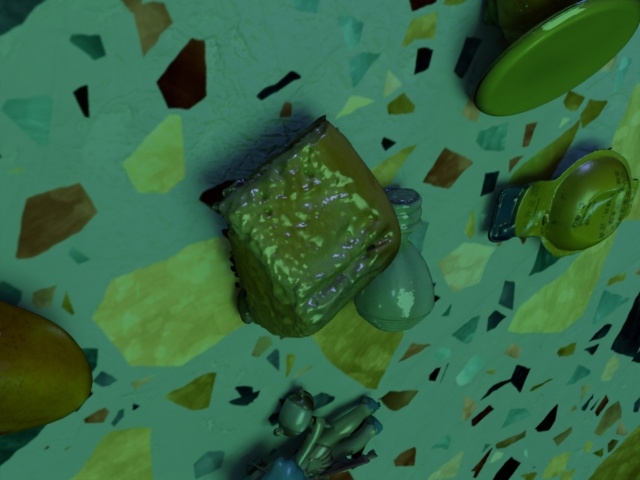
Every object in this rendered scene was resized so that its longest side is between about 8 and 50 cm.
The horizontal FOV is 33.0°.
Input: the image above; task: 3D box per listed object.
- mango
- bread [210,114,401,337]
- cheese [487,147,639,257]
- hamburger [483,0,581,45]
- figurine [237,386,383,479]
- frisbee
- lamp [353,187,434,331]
[{"bbox_3d":[-0.335,0.132,1.090,0.154,0.126,0.252,-48,139,17],"label":"mango"},{"bbox_3d":[0.000,0.000,1.239,0.204,0.162,0.262,-44,152,-20],"label":"bread"},{"bbox_3d":[0.354,-0.049,1.544,0.270,0.069,0.177,-8,124,-31],"label":"cheese"},{"bbox_3d":[0.250,-0.284,1.278,0.102,0.087,0.176,-37,138,-14],"label":"hamburger"},{"bbox_3d":[-0.009,0.296,1.483,0.260,0.103,0.205,-32,137,-30],"label":"figurine"},{"bbox_3d":[0.294,-0.223,1.326,0.236,0.017,0.236,-25,162,-9],"label":"frisbee"},{"bbox_3d":[0.097,0.028,1.381,0.106,0.106,0.193,-14,118,-31],"label":"lamp"}]
